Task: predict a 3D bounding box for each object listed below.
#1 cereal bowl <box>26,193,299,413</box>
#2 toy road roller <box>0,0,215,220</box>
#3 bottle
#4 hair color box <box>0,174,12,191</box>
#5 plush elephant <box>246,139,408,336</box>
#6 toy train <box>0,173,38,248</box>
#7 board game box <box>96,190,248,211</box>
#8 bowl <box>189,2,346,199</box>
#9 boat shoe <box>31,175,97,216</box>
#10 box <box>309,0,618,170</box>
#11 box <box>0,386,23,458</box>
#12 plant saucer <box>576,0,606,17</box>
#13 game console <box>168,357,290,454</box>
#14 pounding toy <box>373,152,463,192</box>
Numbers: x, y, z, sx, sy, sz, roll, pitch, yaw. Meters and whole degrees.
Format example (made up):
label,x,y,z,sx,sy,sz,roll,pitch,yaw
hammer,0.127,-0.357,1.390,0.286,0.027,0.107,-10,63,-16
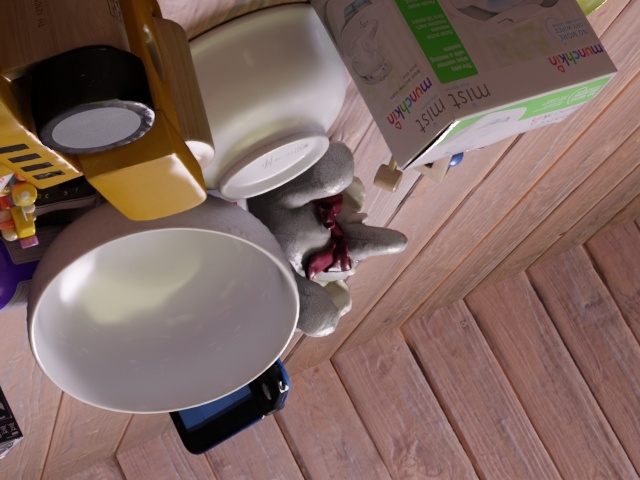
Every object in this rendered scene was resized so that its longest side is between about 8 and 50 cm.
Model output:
label,x,y,z,sx,sy,sz,roll,pitch,yaw
cereal bowl,-0.202,0.059,1.735,0.339,0.141,0.339,-9,136,-9
toy road roller,-0.248,-0.134,1.193,0.240,0.202,0.329,-17,163,7
bottle,-0.411,0.043,1.742,0.283,0.092,0.118,-14,163,-46
hair color box,-0.310,-0.108,1.344,0.141,0.043,0.072,-57,167,-6
plush elephant,0.000,0.000,2.059,0.255,0.272,0.330,2,179,-40
toy train,-0.339,-0.059,1.465,0.046,0.125,0.166,-17,156,-20
board game box,-0.180,0.049,1.876,0.193,0.053,0.305,-7,134,1
bowl,-0.082,-0.139,1.622,0.298,0.134,0.298,-26,167,-6
boat shoe,-0.327,-0.059,1.643,0.142,0.049,0.040,-12,126,-45
box,0.161,-0.227,1.558,0.262,0.231,0.127,-18,164,-35
box,-0.556,0.194,1.701,0.307,0.242,0.076,-17,163,-42
plant saucer,0.311,-0.328,1.899,0.241,0.037,0.241,-27,168,-6
game console,-0.190,0.166,2.210,0.173,0.293,0.250,-25,166,-13
pounding toy,0.162,-0.144,1.966,0.206,0.094,0.181,-60,174,-15
